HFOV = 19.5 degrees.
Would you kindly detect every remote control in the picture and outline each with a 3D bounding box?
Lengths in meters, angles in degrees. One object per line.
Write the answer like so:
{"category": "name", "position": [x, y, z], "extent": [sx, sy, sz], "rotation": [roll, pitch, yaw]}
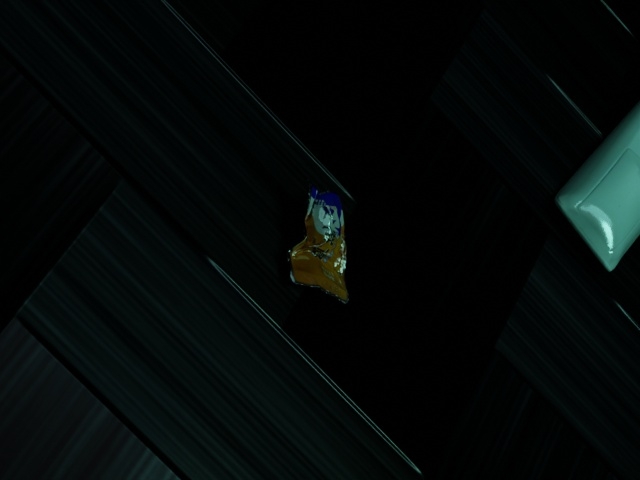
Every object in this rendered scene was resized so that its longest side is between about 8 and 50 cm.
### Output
{"category": "remote control", "position": [0.357, -0.072, 2.128], "extent": [0.103, 0.051, 0.293], "rotation": [52, 40, -5]}

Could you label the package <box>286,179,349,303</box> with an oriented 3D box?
{"category": "package", "position": [-0.001, 0.000, 1.753], "extent": [0.077, 0.033, 0.110], "rotation": [32, 56, -58]}
